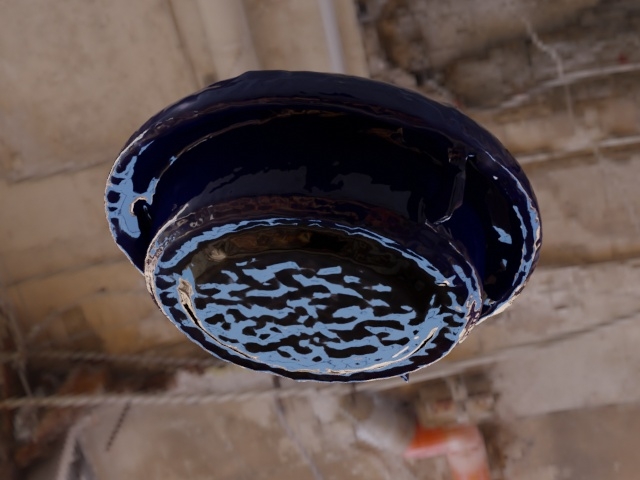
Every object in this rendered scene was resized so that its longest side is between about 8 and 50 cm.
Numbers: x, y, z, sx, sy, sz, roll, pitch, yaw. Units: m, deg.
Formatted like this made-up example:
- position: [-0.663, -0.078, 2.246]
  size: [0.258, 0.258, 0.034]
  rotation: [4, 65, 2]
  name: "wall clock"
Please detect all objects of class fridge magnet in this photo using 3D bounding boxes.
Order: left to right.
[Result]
- position: [0.000, 0.000, 0.862]
  size: [0.265, 0.265, 0.112]
  rotation: [-4, -126, 17]
  name: "fridge magnet"
